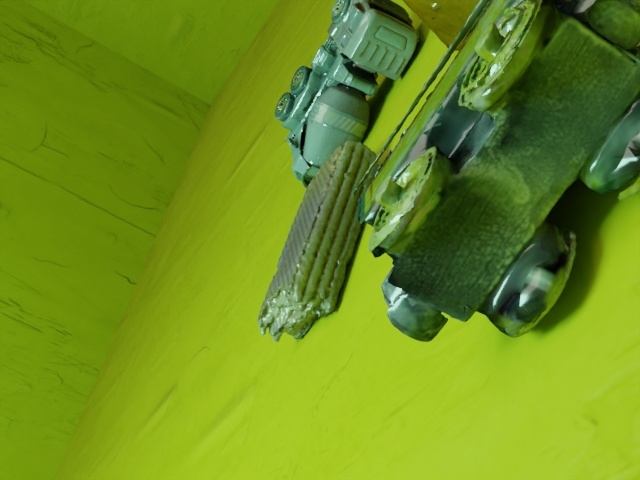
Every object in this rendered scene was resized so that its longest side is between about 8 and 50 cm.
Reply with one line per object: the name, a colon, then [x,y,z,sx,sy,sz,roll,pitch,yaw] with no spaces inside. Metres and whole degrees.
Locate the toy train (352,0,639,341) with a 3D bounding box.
toy train: [0.127,-0.058,0.628,0.261,0.134,0.177,-56,7,17]

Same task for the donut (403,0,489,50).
donut: [0.176,-0.347,1.012,0.277,0.108,0.277,-54,17,25]

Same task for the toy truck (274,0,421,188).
toy truck: [0.034,-0.199,1.250,0.256,0.108,0.140,-58,28,22]

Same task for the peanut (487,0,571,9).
peanut: [0.166,-0.167,0.785,0.192,0.089,0.089,-61,14,-13]

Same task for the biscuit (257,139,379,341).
biscuit: [0.000,0.000,1.080,0.108,0.062,0.238,-43,22,55]
